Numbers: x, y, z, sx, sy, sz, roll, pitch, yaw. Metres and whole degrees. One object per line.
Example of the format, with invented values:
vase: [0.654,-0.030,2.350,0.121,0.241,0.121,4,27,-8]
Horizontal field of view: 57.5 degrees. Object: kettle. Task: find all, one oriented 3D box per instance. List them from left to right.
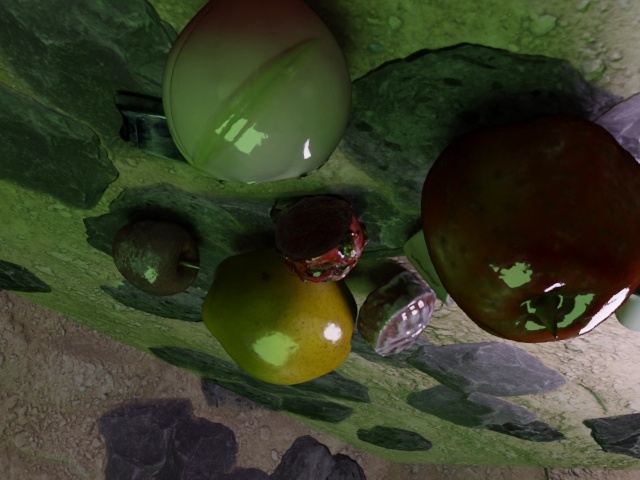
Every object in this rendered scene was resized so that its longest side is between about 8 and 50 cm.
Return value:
kettle: [0.747,0.132,1.324,0.127,0.098,0.148,9,147,21]

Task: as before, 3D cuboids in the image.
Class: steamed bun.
steamed bun: [-0.100,-0.257,0.892,0.310,0.309,0.309,12,150,7]

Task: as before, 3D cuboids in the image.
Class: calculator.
calculator: [-0.314,-0.228,1.269,0.268,0.040,0.177,13,153,-6]

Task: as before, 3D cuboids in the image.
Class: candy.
candy: [0.201,0.200,1.583,0.157,0.214,0.289,47,160,27]

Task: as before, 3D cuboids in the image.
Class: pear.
pear: [-0.106,0.197,1.567,0.419,0.362,0.362,21,150,-2]

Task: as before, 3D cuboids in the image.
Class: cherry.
cherry: [-0.450,0.048,1.622,0.286,0.212,0.236,16,143,17]

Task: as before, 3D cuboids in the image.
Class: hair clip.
hair clip: [0.276,0.043,1.333,0.172,0.113,0.282,54,145,18]

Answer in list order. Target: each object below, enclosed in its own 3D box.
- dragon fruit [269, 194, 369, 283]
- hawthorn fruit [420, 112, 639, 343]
dragon fruit: [0.000,0.000,1.360,0.282,0.211,0.147,25,156,43]
hawthorn fruit: [0.365,0.000,0.988,0.403,0.402,0.402,12,150,7]
